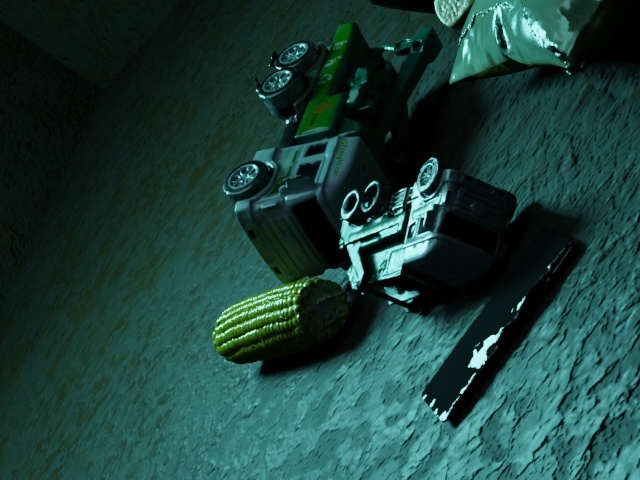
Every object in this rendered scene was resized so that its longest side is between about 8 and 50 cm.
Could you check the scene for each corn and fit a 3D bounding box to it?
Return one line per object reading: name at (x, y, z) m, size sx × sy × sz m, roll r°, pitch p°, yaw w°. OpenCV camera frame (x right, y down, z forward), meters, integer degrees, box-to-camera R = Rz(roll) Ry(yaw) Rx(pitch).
corn at (-0.052, 0.097, 1.715) m, size 0.248 × 0.081 × 0.081 m, roll -21°, pitch 38°, yaw 60°

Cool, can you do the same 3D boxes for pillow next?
pillow at (0.269, -0.295, 1.517) m, size 0.310 × 0.119 × 0.312 m, roll -61°, pitch 18°, yaw -5°

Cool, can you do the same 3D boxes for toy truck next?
toy truck at (0.021, -0.121, 1.755) m, size 0.178 × 0.176 × 0.363 m, roll -10°, pitch 40°, yaw 32°
toy truck at (0.098, 0.005, 1.462) m, size 0.216 × 0.110 × 0.116 m, roll -21°, pitch 51°, yaw 60°

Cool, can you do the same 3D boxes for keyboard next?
keyboard at (0.159, 0.074, 1.318) m, size 0.196 × 0.015 × 0.074 m, roll -54°, pitch 14°, yaw 3°

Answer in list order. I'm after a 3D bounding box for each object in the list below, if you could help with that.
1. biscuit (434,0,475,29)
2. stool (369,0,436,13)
biscuit at (0.214, -0.364, 1.785) m, size 0.239 × 0.041 × 0.212 m, roll 8°, pitch 96°, yaw 46°
stool at (0.133, -0.416, 1.939) m, size 0.232 × 0.232 × 0.141 m, roll -49°, pitch 16°, yaw 19°
